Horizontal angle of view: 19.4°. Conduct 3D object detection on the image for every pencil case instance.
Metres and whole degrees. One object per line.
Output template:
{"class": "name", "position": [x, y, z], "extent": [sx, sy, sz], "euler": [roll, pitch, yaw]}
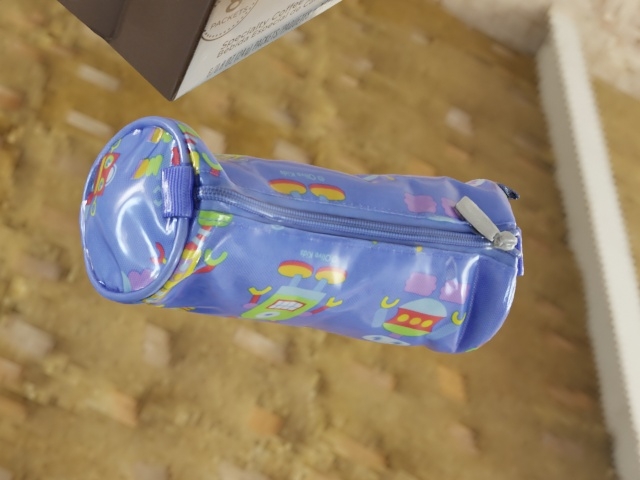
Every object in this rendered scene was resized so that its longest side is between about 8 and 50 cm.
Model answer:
{"class": "pencil case", "position": [0.000, 0.000, 1.217], "extent": [0.306, 0.133, 0.119], "euler": [9, -113, -35]}

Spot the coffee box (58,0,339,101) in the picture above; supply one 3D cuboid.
{"class": "coffee box", "position": [0.017, -0.204, 0.784], "extent": [0.119, 0.168, 0.297], "euler": [44, -132, 12]}
